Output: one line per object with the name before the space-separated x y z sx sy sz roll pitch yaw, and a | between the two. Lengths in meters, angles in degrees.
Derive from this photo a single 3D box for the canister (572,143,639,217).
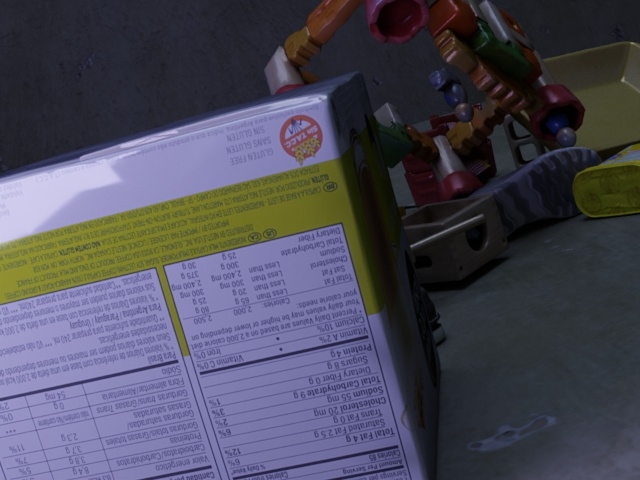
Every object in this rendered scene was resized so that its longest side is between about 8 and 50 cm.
canister | 0.469 -0.096 1.471 0.126 0.073 0.170 -7 14 44

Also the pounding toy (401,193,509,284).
pounding toy | 0.163 0.016 1.341 0.181 0.094 0.206 -8 15 45

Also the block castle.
block castle | 0.166 -0.213 1.519 0.453 0.212 0.303 23 -54 -37

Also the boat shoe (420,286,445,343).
boat shoe | 0.046 0.095 1.202 0.228 0.068 0.081 -8 14 41

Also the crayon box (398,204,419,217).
crayon box | 0.000 0.000 1.560 0.203 0.083 0.323 -8 -1 34

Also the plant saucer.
plant saucer | 0.499 -0.228 1.758 0.333 0.081 0.333 -14 36 -14

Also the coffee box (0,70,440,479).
coffee box | -0.091 0.059 0.894 0.338 0.334 0.337 -14 10 10

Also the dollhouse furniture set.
dollhouse furniture set | 0.358 -0.188 1.895 0.374 0.152 0.201 -12 12 30

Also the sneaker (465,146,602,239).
sneaker | 0.304 -0.072 1.528 0.281 0.105 0.115 -21 11 -13
